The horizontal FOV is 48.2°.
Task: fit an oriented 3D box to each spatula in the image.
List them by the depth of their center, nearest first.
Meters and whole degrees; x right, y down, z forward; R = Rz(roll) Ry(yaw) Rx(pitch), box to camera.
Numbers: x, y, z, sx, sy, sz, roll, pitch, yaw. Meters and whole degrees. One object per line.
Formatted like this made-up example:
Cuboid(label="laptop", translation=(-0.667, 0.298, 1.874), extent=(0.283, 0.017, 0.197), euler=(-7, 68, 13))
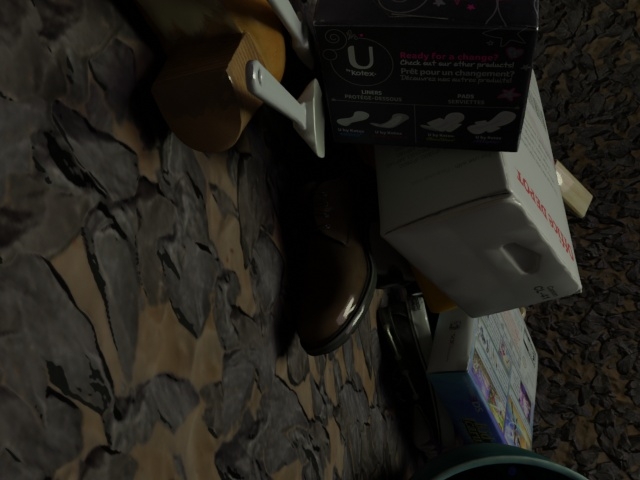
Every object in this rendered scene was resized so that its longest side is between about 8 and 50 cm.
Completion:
Cuboid(label="spatula", translation=(-0.018, -0.142, 0.465), extent=(0.242, 0.019, 0.168), euler=(-21, 110, -83))

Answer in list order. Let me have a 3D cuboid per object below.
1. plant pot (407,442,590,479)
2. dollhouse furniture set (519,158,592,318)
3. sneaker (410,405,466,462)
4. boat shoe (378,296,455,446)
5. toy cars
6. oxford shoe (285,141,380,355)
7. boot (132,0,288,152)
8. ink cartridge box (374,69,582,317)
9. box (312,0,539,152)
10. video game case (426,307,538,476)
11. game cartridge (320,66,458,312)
Cuboid(label="plant pot", translation=(0.196, 0.351, 0.812), extent=(0.255, 0.272, 0.271), euler=(34, 49, -84))
Cuboid(label="dollhouse furniture set", translation=(0.291, 0.000, 1.132), extent=(0.212, 0.161, 0.242), euler=(34, 77, -32))
Cuboid(label="sneaker", translation=(0.211, 0.302, 1.105), extent=(0.236, 0.105, 0.095), euler=(57, 29, -55))
Cuboid(label="boat shoe", translation=(0.132, 0.183, 0.972), extent=(0.078, 0.070, 0.219), euler=(-70, 144, -75))
Cuboid(label="toy cars", translation=(0.095, -0.039, 0.940), extent=(0.176, 0.087, 0.393), euler=(60, 29, -22))
Cuboid(label="oxford shoe", translation=(0.000, 0.000, 0.662), extent=(0.096, 0.083, 0.227), euler=(42, 39, -35))
Cuboid(label="boot", translation=(-0.086, -0.221, 0.453), extent=(0.211, 0.104, 0.295), euler=(-83, 164, -53))
Cuboid(label="ink cartridge box", translation=(0.155, -0.105, 0.750), extent=(0.226, 0.131, 0.306), euler=(38, 43, -46))
Cuboid(label="box", translation=(0.099, -0.215, 0.596), extent=(0.142, 0.163, 0.247), euler=(74, 24, -59))
Cuboid(label="video game case", translation=(0.239, 0.175, 1.014), extent=(0.269, 0.061, 0.244), euler=(60, 34, -32))
Cuboid(label="game cartridge", translation=(0.119, -0.114, 0.886), extent=(0.323, 0.053, 0.285), euler=(63, 28, -13))
